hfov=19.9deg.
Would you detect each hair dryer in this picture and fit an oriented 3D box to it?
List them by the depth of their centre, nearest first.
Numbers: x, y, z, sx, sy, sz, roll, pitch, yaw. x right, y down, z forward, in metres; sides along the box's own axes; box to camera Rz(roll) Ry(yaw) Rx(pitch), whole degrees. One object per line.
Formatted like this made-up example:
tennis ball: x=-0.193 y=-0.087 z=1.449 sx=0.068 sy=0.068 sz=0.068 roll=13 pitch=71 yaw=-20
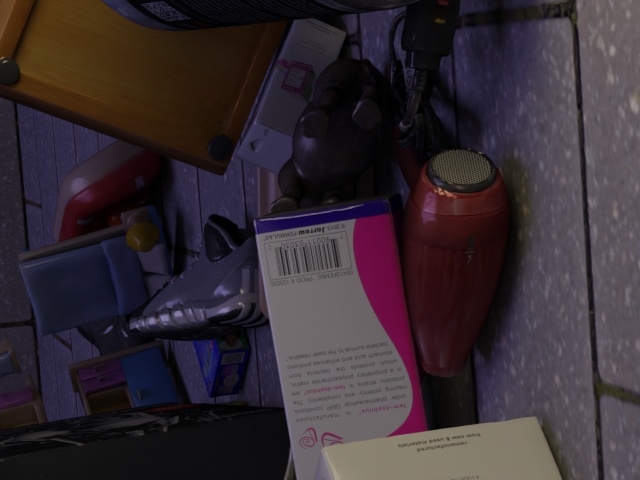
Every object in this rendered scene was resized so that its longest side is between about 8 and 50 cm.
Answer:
hair dryer: x=0.097 y=-0.042 z=1.394 sx=0.223 sy=0.080 sz=0.293 roll=114 pitch=155 yaw=-88

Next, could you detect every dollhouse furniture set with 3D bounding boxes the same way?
dollhouse furniture set: x=-0.310 y=0.139 z=2.372 sx=0.198 sy=0.286 sz=0.303 roll=-118 pitch=16 yaw=-51

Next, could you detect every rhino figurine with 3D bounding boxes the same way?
rhino figurine: x=-0.001 y=-0.052 z=1.578 sx=0.106 sy=0.073 sz=0.243 roll=-71 pitch=4 yaw=-55

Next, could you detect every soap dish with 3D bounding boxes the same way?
soap dish: x=-0.169 y=-0.201 z=1.665 sx=0.229 sy=0.291 sz=0.118 roll=-67 pitch=22 yaw=10

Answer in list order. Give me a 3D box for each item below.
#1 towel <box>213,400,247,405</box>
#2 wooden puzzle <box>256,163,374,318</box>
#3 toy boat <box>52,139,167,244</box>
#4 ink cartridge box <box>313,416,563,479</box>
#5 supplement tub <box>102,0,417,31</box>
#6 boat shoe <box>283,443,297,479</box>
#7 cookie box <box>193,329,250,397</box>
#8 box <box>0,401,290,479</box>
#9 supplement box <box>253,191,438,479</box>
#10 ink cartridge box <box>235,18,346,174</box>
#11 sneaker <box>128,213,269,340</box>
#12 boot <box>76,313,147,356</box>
towel: x=-0.156 y=0.251 z=2.228 sx=0.237 sy=0.021 sz=0.102 roll=-15 pitch=59 yaw=59
wooden puzzle: x=0.000 y=0.000 z=1.741 sx=0.239 sy=0.044 sz=0.220 roll=-150 pitch=57 yaw=-64
toy boat: x=-0.266 y=-0.034 z=2.478 sx=0.151 sy=0.151 sz=0.231 roll=47 pitch=152 yaw=13
ink cartridge box: x=0.097 y=0.273 z=1.282 sx=0.171 sy=0.168 sz=0.232 roll=103 pitch=155 yaw=-48
supplement tub: x=-0.023 y=-0.260 z=1.305 sx=0.338 sy=0.207 sz=0.207 roll=3 pitch=99 yaw=49
boat shoe: x=0.022 y=0.126 z=1.592 sx=0.113 sy=0.103 sz=0.302 roll=-136 pitch=43 yaw=-64
cookie box: x=-0.120 y=0.116 z=2.161 sx=0.092 sy=0.040 sz=0.107 roll=106 pitch=153 yaw=-48
box: x=-0.232 y=0.285 z=1.972 sx=0.312 sy=0.343 sz=0.178 roll=-5 pitch=92 yaw=59
supplement box: x=0.024 y=0.079 z=1.475 sx=0.114 sy=0.111 sz=0.220 roll=-30 pitch=-69 yaw=-82
ink cartridge box: x=-0.028 y=-0.132 z=1.670 sx=0.088 sy=0.052 sz=0.122 roll=126 pitch=166 yaw=-66
sneaker: x=-0.132 y=0.040 z=2.067 sx=0.229 sy=0.086 sz=0.132 roll=-12 pitch=72 yaw=46
boot: x=-0.300 y=0.097 z=2.713 sx=0.246 sy=0.083 sz=0.161 roll=59 pitch=144 yaw=43
